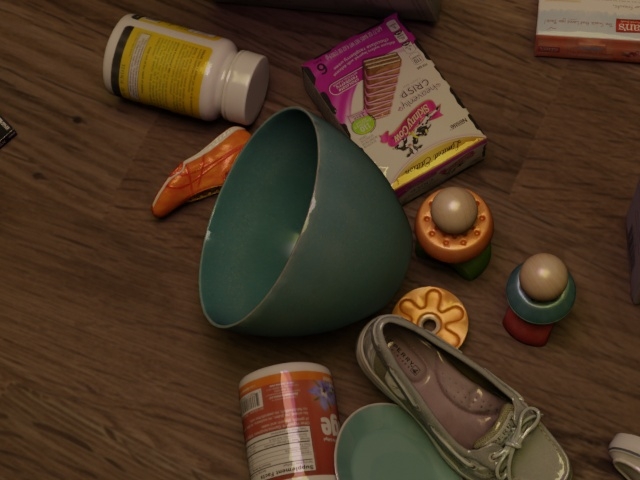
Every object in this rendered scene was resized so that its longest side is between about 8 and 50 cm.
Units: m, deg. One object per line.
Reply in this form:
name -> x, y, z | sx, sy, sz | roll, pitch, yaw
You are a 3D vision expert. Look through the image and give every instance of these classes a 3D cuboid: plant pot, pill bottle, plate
plant pot -> 0.000, 0.000, 1.747 | 0.195, 0.290, 0.290 | 21, 67, -26
pill bottle -> -0.029, 0.268, 1.700 | 0.121, 0.121, 0.216 | -10, 69, 1
pill bottle -> -0.184, -0.233, 1.911 | 0.208, 0.119, 0.119 | 16, 71, 11
plate -> 0.093, 0.289, 1.693 | 0.188, 0.024, 0.188 | 17, 52, -24

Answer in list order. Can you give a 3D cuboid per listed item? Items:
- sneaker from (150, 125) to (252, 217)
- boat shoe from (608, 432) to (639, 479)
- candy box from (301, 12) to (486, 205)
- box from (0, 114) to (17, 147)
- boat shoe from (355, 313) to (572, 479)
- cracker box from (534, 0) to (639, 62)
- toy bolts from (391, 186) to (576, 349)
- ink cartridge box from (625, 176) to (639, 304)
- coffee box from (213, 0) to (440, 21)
sneaker -> -0.156, -0.086, 1.882 | 0.175, 0.064, 0.067 | -39, 81, -8
boat shoe -> 0.442, 0.333, 1.650 | 0.258, 0.095, 0.084 | 37, 71, 18
candy box -> 0.099, -0.177, 1.891 | 0.159, 0.071, 0.233 | -30, 70, -8
box -> -0.482, -0.159, 1.960 | 0.067, 0.018, 0.083 | -42, 71, -11
boat shoe -> 0.180, 0.207, 1.692 | 0.320, 0.103, 0.118 | 43, 78, 1
cracker box -> 0.387, -0.369, 1.945 | 0.155, 0.067, 0.232 | 5, 68, 8
toy bolts -> 0.204, 0.055, 1.743 | 0.228, 0.158, 0.218 | 22, 72, 13
ink cartridge box -> 0.549, -0.026, 1.687 | 0.309, 0.272, 0.130 | -1, 69, 4
coffee box -> -0.006, -0.508, 1.841 | 0.338, 0.337, 0.334 | 7, 85, 12
